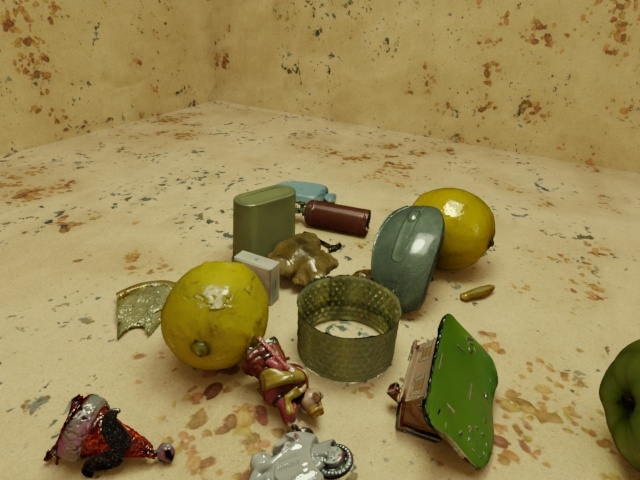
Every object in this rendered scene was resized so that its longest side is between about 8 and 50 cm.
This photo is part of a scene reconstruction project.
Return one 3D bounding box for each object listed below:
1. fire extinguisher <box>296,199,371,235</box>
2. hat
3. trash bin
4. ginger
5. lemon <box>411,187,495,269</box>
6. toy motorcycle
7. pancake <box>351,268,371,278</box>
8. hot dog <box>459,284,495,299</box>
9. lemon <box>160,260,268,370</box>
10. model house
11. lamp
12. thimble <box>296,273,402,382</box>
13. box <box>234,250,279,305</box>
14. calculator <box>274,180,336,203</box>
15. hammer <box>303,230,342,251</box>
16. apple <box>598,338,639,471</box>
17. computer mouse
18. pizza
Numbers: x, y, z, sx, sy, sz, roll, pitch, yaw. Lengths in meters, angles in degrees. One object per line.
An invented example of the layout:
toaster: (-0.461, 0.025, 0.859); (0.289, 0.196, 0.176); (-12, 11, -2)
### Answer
fire extinguisher: (0.032, -0.100, 1.811); (0.336, 0.107, 0.147); (12, 4, 14)
hat: (-0.392, 0.388, 0.870); (0.227, 0.129, 0.140); (21, 71, -3)
trash bin: (-0.183, -0.042, 1.515); (0.243, 0.248, 0.121); (-20, 38, -39)
ginger: (-0.050, 0.080, 1.433); (0.218, 0.123, 0.270); (-8, 31, -19)
lemon: (0.437, -0.041, 1.554); (0.296, 0.298, 0.297); (3, 28, -2)
toy motorcycle: (-0.071, 0.434, 0.814); (0.260, 0.110, 0.170); (-28, 25, -33)
pancake: (0.173, 0.133, 1.463); (0.157, 0.028, 0.158); (2, 29, -1)
hot dog: (0.499, 0.166, 1.440); (0.136, 0.028, 0.044); (-11, 5, -29)
lemon: (-0.249, 0.175, 1.105); (0.260, 0.261, 0.284); (16, 37, 21)
model house: (0.264, 0.342, 1.013); (0.207, 0.154, 0.294); (46, 40, -11)
lamp: (-0.066, 0.325, 0.986); (0.118, 0.119, 0.253); (-22, 49, -38)
thimble: (0.067, 0.219, 1.164); (0.270, 0.150, 0.271); (2, 28, -1)
box: (-0.189, 0.112, 1.350); (0.129, 0.130, 0.051); (16, 32, 21)
calculator: (-0.071, -0.220, 2.069); (0.302, 0.042, 0.188); (9, 28, 16)
hammer: (0.000, 0.000, 1.700); (0.065, 0.021, 0.178); (-21, 34, -38)
apple: (0.738, 0.329, 0.849); (0.356, 0.358, 0.357); (3, 28, -2)
computer mouse: (0.261, 0.035, 1.367); (0.203, 0.114, 0.374); (1, 63, 32)
pizza: (-0.501, 0.185, 1.280); (0.180, 0.034, 0.262); (5, 29, 1)
